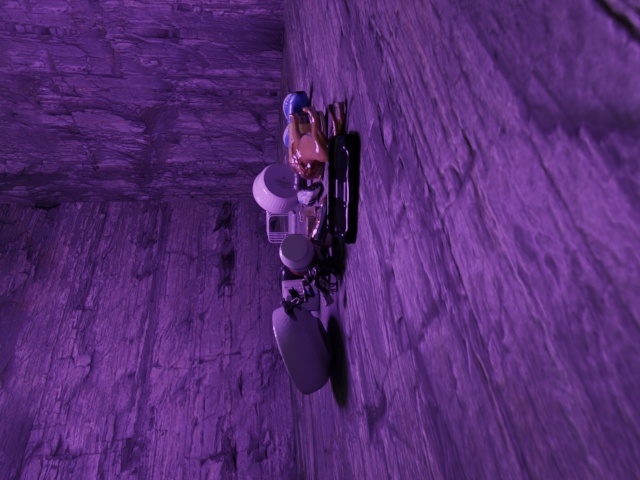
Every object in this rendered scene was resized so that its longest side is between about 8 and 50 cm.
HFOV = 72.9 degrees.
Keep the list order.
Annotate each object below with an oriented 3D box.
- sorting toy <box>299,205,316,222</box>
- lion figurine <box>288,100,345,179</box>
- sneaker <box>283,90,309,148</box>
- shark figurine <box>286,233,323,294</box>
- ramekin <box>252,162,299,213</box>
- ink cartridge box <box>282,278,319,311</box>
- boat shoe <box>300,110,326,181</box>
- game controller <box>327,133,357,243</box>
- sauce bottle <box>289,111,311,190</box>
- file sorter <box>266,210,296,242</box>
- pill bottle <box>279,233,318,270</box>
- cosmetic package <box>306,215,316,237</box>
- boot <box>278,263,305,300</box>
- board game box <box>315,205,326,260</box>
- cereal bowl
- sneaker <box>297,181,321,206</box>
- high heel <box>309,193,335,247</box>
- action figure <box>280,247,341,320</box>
[{"bbox_3d":[-0.055,-0.107,1.909,0.044,0.075,0.083,110,157,-64],"label":"sorting toy"},{"bbox_3d":[-0.011,-0.321,1.454,0.392,0.142,0.239,-147,48,-73],"label":"lion figurine"},{"bbox_3d":[-0.096,-0.541,2.026,0.329,0.130,0.147,95,155,-48],"label":"sneaker"},{"bbox_3d":[-0.053,0.057,1.678,0.166,0.116,0.278,-57,47,52],"label":"shark figurine"},{"bbox_3d":[-0.217,-0.289,2.314,0.127,0.273,0.272,132,137,-59],"label":"ramekin"},{"bbox_3d":[-0.093,0.250,1.977,0.203,0.149,0.085,-124,32,-74],"label":"ink cartridge box"},{"bbox_3d":[-0.032,-0.359,1.678,0.102,0.093,0.284,-105,16,-52],"label":"boat shoe"},{"bbox_3d":[0.067,-0.152,1.278,0.166,0.067,0.318,-151,57,-61],"label":"game controller"},{"bbox_3d":[-0.087,-0.398,1.956,0.111,0.112,0.343,-114,23,-65],"label":"sauce bottle"},{"bbox_3d":[-0.258,-0.104,2.808,0.277,0.173,0.192,-123,33,-73],"label":"file sorter"},{"bbox_3d":[-0.076,0.048,1.513,0.216,0.122,0.121,69,-164,-74],"label":"pill bottle"},{"bbox_3d":[-0.031,-0.043,1.828,0.041,0.061,0.114,-123,34,-72],"label":"cosmetic package"},{"bbox_3d":[-0.117,0.361,2.131,0.445,0.147,0.366,-107,10,-66],"label":"boot"},{"bbox_3d":[0.000,0.000,1.752,0.136,0.031,0.259,-128,37,-70],"label":"board game box"},{"bbox_3d":[-0.046,0.385,1.601,0.339,0.141,0.338,-22,-90,-85],"label":"cereal bowl"},{"bbox_3d":[-0.039,-0.191,1.835,0.086,0.085,0.237,63,167,-4],"label":"sneaker"},{"bbox_3d":[0.027,-0.073,1.513,0.261,0.093,0.186,93,-166,-85],"label":"high heel"},{"bbox_3d":[-0.004,0.153,1.482,0.275,0.141,0.164,-45,-1,22],"label":"action figure"}]
